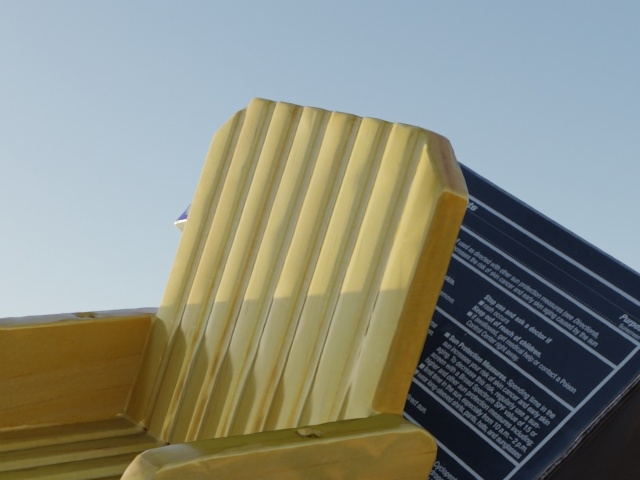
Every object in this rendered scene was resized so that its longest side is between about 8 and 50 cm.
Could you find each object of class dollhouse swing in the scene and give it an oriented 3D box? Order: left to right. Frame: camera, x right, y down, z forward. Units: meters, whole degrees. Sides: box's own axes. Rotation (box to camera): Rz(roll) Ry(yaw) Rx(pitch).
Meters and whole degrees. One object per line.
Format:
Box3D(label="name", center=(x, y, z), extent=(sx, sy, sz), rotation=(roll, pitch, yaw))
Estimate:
Box3D(label="dollhouse swing", center=(-0.114, 0.055, 0.851), extent=(0.315, 0.305, 0.347), rotation=(-1, 12, -35))

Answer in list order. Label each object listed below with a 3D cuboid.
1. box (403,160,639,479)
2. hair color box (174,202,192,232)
Box3D(label="box", center=(0.118, 0.132, 1.004), extent=(0.296, 0.294, 0.182), rotation=(38, -15, 41))
Box3D(label="hair color box", center=(0.000, 0.000, 1.318), extent=(0.185, 0.110, 0.339), rotation=(48, -24, -19))
